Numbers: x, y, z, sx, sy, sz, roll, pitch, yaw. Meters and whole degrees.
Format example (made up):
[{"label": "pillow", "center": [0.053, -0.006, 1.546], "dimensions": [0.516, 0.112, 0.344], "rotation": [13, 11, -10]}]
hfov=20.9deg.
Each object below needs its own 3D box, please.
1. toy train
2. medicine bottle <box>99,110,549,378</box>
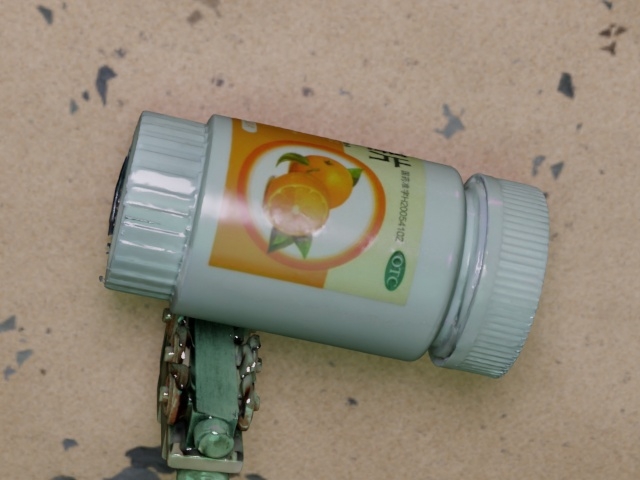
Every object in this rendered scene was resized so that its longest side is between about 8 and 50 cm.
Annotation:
[{"label": "toy train", "center": [-0.092, 0.121, 1.373], "dimensions": [0.081, 0.194, 0.125], "rotation": [7, 123, -9]}, {"label": "medicine bottle", "center": [0.000, 0.000, 1.331], "dimensions": [0.318, 0.158, 0.158], "rotation": [11, 117, -9]}]
